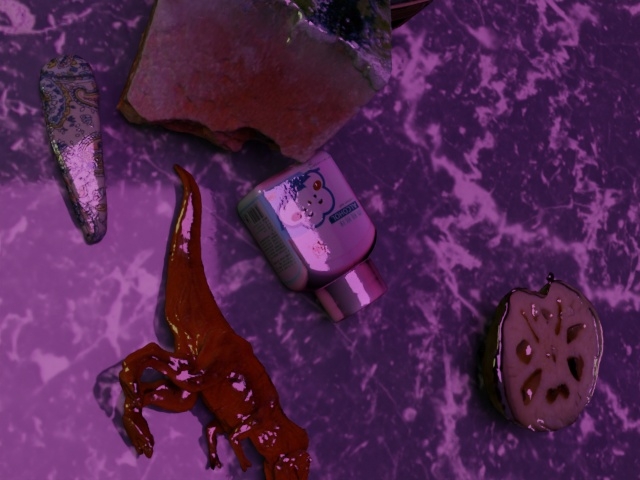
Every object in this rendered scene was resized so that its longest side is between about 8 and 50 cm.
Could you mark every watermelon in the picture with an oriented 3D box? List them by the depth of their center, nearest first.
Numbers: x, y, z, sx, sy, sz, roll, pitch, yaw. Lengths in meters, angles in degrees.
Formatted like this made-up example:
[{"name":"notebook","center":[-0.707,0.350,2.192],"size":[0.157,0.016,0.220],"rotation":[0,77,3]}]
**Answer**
[{"name":"watermelon","center":[-0.066,-0.218,1.021],"size":[0.264,0.151,0.302],"rotation":[21,107,-17]}]

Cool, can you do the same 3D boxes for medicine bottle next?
[{"name":"medicine bottle","center":[0.000,0.000,1.103],"size":[0.119,0.094,0.188],"rotation":[-33,90,-27]}]

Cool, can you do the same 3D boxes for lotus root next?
[{"name":"lotus root","center":[0.276,0.147,1.193],"size":[0.183,0.078,0.203],"rotation":[26,72,-27]}]

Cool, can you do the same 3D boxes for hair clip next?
[{"name":"hair clip","center":[-0.278,-0.111,1.050],"size":[0.066,0.036,0.229],"rotation":[-10,81,-17]}]

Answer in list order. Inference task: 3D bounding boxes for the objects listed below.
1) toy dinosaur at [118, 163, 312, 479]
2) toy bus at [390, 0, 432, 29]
[{"name":"toy dinosaur","center":[-0.142,0.127,1.015],"size":[0.208,0.097,0.432],"rotation":[-23,90,-39]},{"name":"toy bus","center":[0.040,-0.418,1.189],"size":[0.140,0.157,0.289],"rotation":[-17,86,-20]}]
